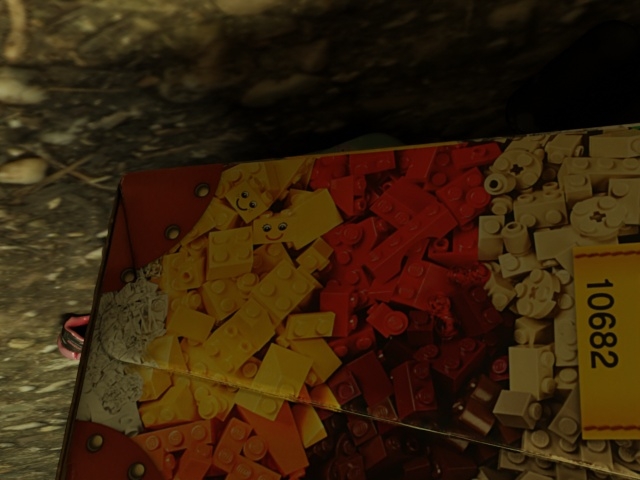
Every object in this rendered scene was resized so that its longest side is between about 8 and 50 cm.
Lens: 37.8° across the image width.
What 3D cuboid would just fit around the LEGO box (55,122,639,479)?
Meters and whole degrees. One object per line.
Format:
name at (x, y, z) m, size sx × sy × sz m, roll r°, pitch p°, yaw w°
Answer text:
LEGO box at (0.135, 0.147, 0.582) m, size 0.372 × 0.193 × 0.500 m, roll -4°, pitch 152°, yaw 17°

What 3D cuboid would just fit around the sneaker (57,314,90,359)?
sneaker at (-0.204, 0.091, 0.940) m, size 0.119 × 0.047 × 0.057 m, roll -4°, pitch 147°, yaw -15°

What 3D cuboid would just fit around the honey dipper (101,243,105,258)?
honey dipper at (-0.168, 0.036, 0.827) m, size 0.030 × 0.030 × 0.161 m, roll -6°, pitch 161°, yaw -7°

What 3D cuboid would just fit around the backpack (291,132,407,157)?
backpack at (0.000, 0.000, 0.680) m, size 0.182 × 0.115 × 0.152 m, roll -17°, pitch 164°, yaw 23°

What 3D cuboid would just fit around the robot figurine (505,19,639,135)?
robot figurine at (0.244, -0.036, 0.612) m, size 0.209 × 0.173 × 0.278 m, roll -2°, pitch 158°, yaw -26°
